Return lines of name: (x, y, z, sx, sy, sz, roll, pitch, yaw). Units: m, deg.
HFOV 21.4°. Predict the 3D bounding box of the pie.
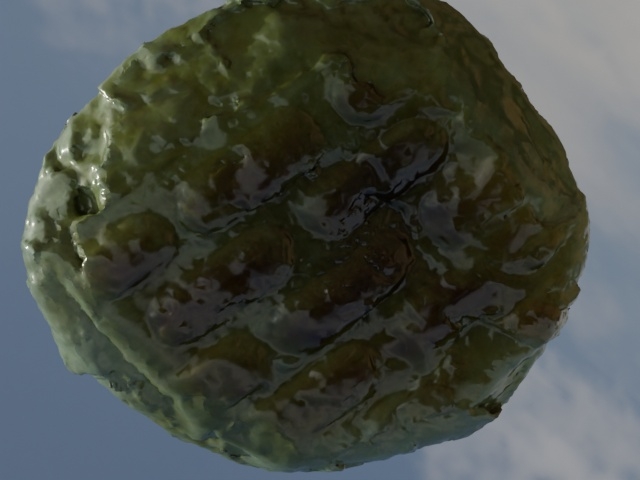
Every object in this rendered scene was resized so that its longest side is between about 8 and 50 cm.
pie: (0.000, 0.000, 0.910, 0.306, 0.306, 0.071, 26, -163, -19)
